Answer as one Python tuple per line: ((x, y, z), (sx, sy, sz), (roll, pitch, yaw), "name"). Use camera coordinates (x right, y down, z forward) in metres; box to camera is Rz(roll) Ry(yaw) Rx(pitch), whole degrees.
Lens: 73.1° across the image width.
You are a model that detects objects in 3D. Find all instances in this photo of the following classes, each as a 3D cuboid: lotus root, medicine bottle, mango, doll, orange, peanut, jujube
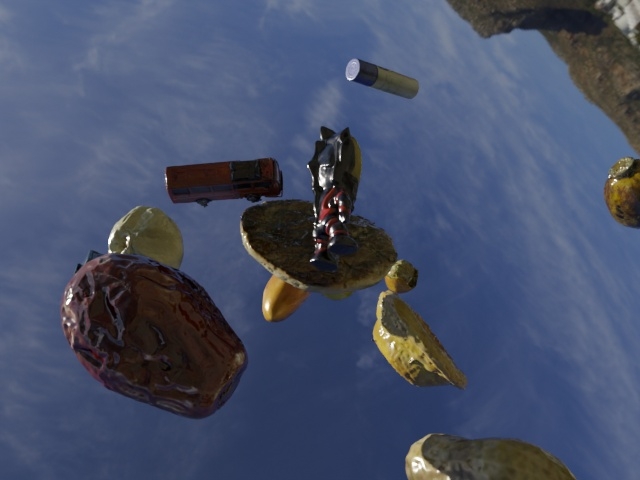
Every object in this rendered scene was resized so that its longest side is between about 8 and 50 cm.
((0.668, -0.090, 0.905), (0.209, 0.120, 0.120), (42, -142, -31), "lotus root")
((0.173, -0.437, 1.175), (0.230, 0.059, 0.059), (1, -126, -38), "medicine bottle")
((-0.117, 0.177, 1.462), (0.138, 0.187, 0.257), (60, -165, -16), "mango")
((0.021, -0.079, 0.685), (0.088, 0.126, 0.249), (31, -135, -41), "doll")
((0.360, 0.161, 1.899), (0.134, 0.157, 0.156), (23, -149, 38), "orange")
((0.205, 0.298, 0.544), (0.103, 0.229, 0.098), (9, -112, -35), "peanut")
((-0.246, 0.136, 0.646), (0.290, 0.197, 0.197), (33, -138, 11), "jujube")

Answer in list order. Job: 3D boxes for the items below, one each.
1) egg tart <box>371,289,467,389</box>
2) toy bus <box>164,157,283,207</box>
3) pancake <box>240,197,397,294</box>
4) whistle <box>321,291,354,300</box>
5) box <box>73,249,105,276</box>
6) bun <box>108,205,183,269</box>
((0.228, 0.266, 1.076), (0.319, 0.128, 0.319), (48, -175, -5), "egg tart")
((-0.194, -0.122, 0.890), (0.234, 0.096, 0.074), (-6, -105, -6), "toy bus")
((0.000, -0.002, 0.951), (0.355, 0.065, 0.356), (5, -148, -3), "pancake")
((0.000, 0.071, 1.000), (0.222, 0.123, 0.123), (6, -144, 26), "whistle")
((-0.480, 0.066, 0.951), (0.099, 0.054, 0.074), (26, -173, -29), "box")
((-0.466, 0.016, 1.134), (0.221, 0.220, 0.134), (53, -159, 15), "bun")
